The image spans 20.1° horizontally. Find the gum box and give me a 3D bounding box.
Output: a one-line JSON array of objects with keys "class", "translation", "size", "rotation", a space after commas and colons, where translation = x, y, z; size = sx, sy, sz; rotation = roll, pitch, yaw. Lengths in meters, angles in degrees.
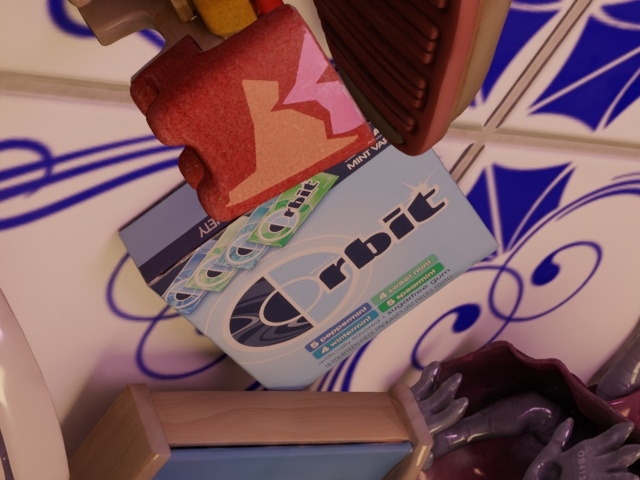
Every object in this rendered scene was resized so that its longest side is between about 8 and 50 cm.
[{"class": "gum box", "translation": [0.000, 0.000, 0.974], "size": [0.157, 0.041, 0.184], "rotation": [-36, 149, 4]}]

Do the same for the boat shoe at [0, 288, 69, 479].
[{"class": "boat shoe", "translation": [-0.220, 0.138, 0.872], "size": [0.158, 0.127, 0.340], "rotation": [-27, 149, -26]}]

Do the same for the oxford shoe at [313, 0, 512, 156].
[{"class": "oxford shoe", "translation": [0.075, -0.175, 0.742], "size": [0.130, 0.123, 0.348], "rotation": [-25, 148, -25]}]

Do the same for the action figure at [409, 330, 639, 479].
[{"class": "action figure", "translation": [0.213, 0.201, 1.241], "size": [0.276, 0.248, 0.370], "rotation": [-42, 145, 13]}]

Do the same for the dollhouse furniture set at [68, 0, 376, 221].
[{"class": "dollhouse furniture set", "translation": [-0.043, -0.155, 0.581], "size": [0.152, 0.201, 0.374], "rotation": [-33, 147, -2]}]

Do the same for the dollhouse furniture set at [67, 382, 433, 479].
[{"class": "dollhouse furniture set", "translation": [-0.032, 0.269, 1.009], "size": [0.198, 0.303, 0.286], "rotation": [4, 139, -37]}]
